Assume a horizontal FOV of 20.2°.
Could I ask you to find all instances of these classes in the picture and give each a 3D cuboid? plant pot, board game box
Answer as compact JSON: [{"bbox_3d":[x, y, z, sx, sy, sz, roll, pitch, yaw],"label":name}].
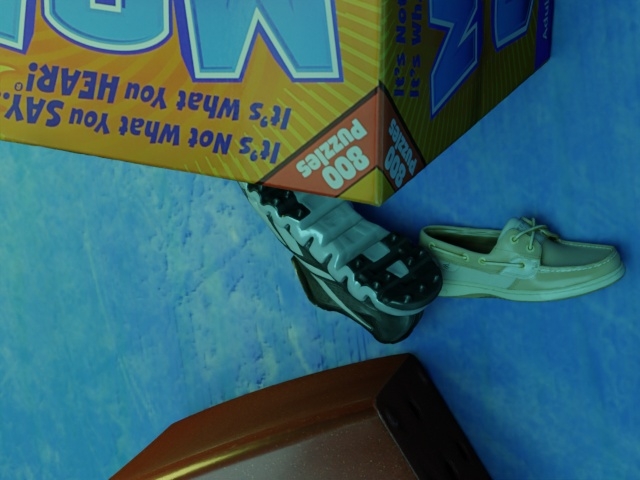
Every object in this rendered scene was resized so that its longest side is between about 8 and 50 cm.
[{"bbox_3d":[0.009,0.236,1.429,0.236,0.267,0.267,-31,91,15],"label":"plant pot"},{"bbox_3d":[-0.051,-0.271,1.217,0.356,0.356,0.356,10,114,21],"label":"board game box"}]

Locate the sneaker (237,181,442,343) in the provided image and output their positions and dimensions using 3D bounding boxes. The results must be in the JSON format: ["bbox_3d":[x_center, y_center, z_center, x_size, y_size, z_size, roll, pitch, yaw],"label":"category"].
[{"bbox_3d":[0.000,0.000,1.444,0.234,0.078,0.106,44,150,24],"label":"sneaker"}]

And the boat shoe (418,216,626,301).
[{"bbox_3d":[0.151,0.011,1.390,0.170,0.063,0.059,-2,110,26],"label":"boat shoe"}]
